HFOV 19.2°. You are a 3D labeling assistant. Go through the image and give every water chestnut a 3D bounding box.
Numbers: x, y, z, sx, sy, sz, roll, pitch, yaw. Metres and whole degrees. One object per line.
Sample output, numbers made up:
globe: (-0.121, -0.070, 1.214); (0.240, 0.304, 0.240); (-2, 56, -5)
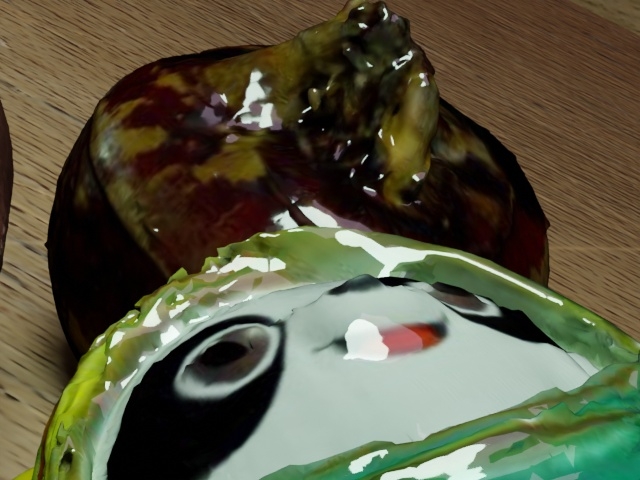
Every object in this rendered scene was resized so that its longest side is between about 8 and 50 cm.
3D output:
water chestnut: (0.000, 0.000, 0.820); (0.224, 0.238, 0.223); (21, 30, -13)

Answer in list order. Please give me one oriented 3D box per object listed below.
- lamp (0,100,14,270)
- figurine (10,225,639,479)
lamp: (-0.202, -0.017, 0.680); (0.180, 0.180, 0.258); (21, 6, -9)
figurine: (0.040, 0.133, 0.545); (0.323, 0.231, 0.340); (-15, 28, -22)
